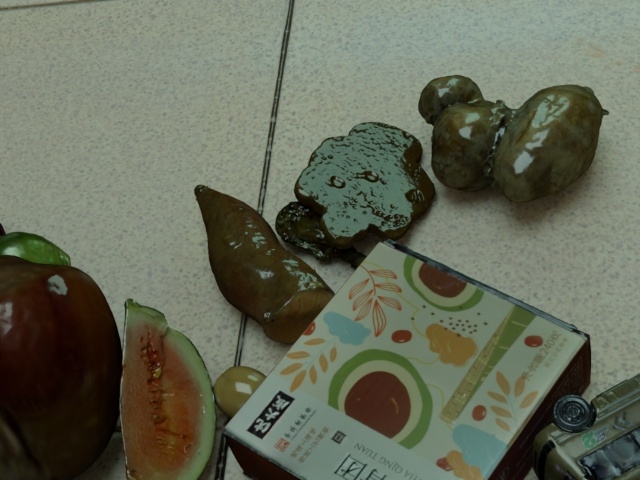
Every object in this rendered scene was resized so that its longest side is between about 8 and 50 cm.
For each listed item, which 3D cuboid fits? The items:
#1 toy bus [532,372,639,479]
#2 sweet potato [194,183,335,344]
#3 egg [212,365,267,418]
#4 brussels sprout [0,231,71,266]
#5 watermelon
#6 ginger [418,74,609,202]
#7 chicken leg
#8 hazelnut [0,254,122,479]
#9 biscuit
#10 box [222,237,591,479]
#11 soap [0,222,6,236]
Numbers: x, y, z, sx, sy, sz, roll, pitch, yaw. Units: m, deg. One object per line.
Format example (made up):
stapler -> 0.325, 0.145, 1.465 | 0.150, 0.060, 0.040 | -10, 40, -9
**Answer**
toy bus -> 0.423, 0.252, 1.596 | 0.289, 0.139, 0.157 | -25, 55, -12
sweet potato -> -0.115, 0.028, 1.924 | 0.131, 0.131, 0.336 | -35, 52, -15
egg -> -0.105, 0.224, 1.786 | 0.096, 0.080, 0.080 | 28, 63, 29
brussels sprout -> -0.471, 0.048, 1.984 | 0.155, 0.155, 0.118 | -11, 49, 5
watermelon -> -0.211, 0.245, 1.751 | 0.128, 0.159, 0.304 | -3, 69, -3
ginger -> 0.283, -0.164, 1.957 | 0.304, 0.155, 0.245 | 13, 57, 22
chicken leg -> 0.000, 0.000, 1.957 | 0.178, 0.070, 0.093 | 33, 39, 20
hazelnut -> -0.449, 0.194, 1.759 | 0.372, 0.315, 0.372 | -1, 76, 3
biscuit -> 0.075, -0.085, 1.991 | 0.208, 0.041, 0.290 | 23, 48, 9
box -> 0.124, 0.224, 1.701 | 0.344, 0.122, 0.385 | 26, 62, 30
soap -> -0.620, 0.041, 2.053 | 0.162, 0.099, 0.250 | 23, 61, 29
